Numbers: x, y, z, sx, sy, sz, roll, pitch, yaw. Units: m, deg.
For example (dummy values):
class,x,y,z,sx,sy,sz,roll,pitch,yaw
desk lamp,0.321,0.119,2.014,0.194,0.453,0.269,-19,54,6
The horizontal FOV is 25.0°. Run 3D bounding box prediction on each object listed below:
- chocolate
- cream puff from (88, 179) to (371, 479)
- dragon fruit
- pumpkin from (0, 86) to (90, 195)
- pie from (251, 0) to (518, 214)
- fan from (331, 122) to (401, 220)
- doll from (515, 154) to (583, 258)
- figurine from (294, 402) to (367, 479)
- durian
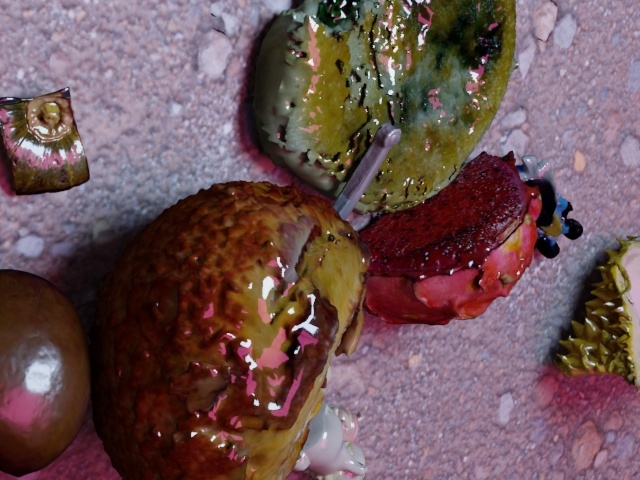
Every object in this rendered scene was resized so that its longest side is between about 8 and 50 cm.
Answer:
class,x,y,z,sx,sy,sz,roll,pitch,yaw
chocolate,-0.267,0.104,1.204,0.176,0.176,0.177,-16,115,-39
cream puff,-0.092,0.090,1.303,0.350,0.228,0.350,23,90,-85
dragon fruit,0.144,0.015,1.579,0.261,0.163,0.189,-36,156,-22
pumpkin,-0.246,-0.089,1.251,0.073,0.035,0.101,-20,121,-25
pie,0.083,-0.177,1.503,0.371,0.078,0.297,-40,130,-27
fan,0.000,0.000,1.455,0.057,0.023,0.282,10,119,-41
doll,0.251,-0.043,1.714,0.096,0.070,0.195,-45,137,3
figurine,0.024,0.231,1.582,0.146,0.081,0.098,42,74,-43
durian,0.417,0.090,1.871,0.305,0.185,0.196,-6,89,-47
